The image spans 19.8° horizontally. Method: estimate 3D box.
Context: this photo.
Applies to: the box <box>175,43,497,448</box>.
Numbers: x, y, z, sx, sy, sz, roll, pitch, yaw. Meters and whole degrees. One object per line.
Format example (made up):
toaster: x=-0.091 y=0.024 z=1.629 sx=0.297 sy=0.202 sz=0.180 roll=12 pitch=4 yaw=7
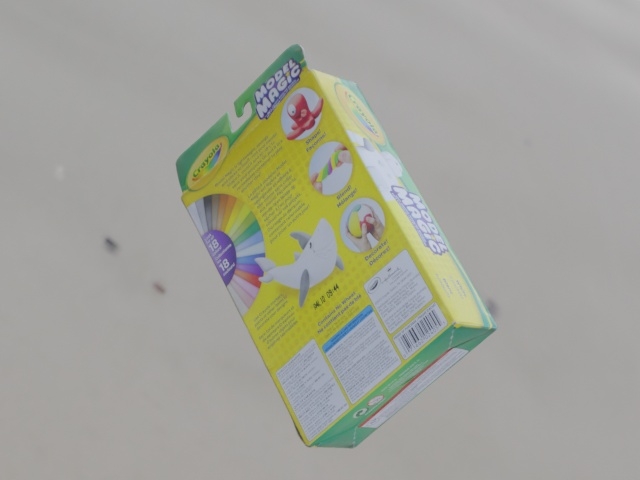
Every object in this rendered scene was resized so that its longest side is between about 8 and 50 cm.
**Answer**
box: x=0.000 y=0.000 z=0.896 sx=0.043 sy=0.105 sz=0.179 roll=9 pitch=45 yaw=-52
